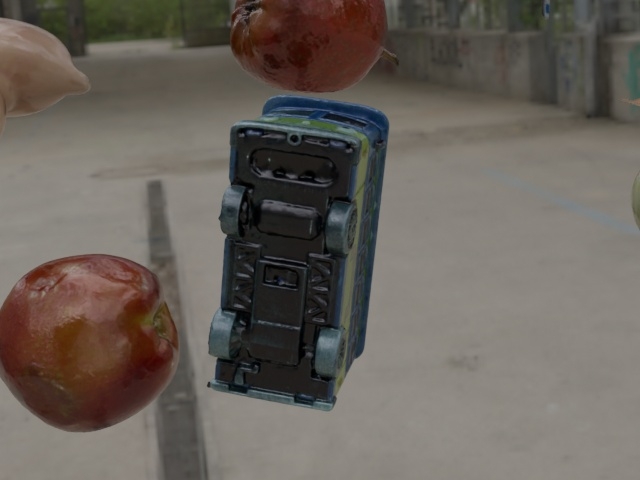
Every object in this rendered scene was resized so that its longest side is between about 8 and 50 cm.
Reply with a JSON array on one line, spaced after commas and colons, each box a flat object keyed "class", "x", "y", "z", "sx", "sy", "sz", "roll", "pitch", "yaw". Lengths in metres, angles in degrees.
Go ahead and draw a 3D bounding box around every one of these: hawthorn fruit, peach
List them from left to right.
[{"class": "peach", "x": -0.295, "y": 0.133, "z": 1.554, "sx": 0.243, "sy": 0.243, "sz": 0.199, "roll": -1, "pitch": -32, "yaw": 19}, {"class": "hawthorn fruit", "x": 0.005, "y": -0.266, "z": 1.563, "sx": 0.225, "sy": 0.197, "sz": 0.196, "roll": 18, "pitch": 3, "yaw": -20}]

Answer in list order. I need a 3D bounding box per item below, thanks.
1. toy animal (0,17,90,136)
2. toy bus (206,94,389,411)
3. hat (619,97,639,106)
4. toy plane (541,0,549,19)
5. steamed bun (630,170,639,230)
[{"class": "toy animal", "x": -0.527, "y": -0.186, "z": 1.739, "sx": 0.277, "sy": 0.247, "sz": 0.345, "roll": -22, "pitch": -25, "yaw": 37}, {"class": "toy bus", "x": -0.024, "y": 0.011, "z": 1.371, "sx": 0.152, "sy": 0.312, "sz": 0.190, "roll": 9, "pitch": 19, "yaw": 11}, {"class": "hat", "x": 0.541, "y": -0.274, "z": 1.653, "sx": 0.233, "sy": 0.233, "sz": 0.244, "roll": 8, "pitch": 12, "yaw": -13}, {"class": "toy plane", "x": 0.199, "y": -0.328, "z": 1.421, "sx": 0.107, "sy": 0.182, "sz": 0.273, "roll": -1, "pitch": 33, "yaw": 31}, {"class": "steamed bun", "x": 0.361, "y": -0.044, "z": 1.164, "sx": 0.130, "sy": 0.091, "sz": 0.112, "roll": 11, "pitch": 45, "yaw": 1}]
